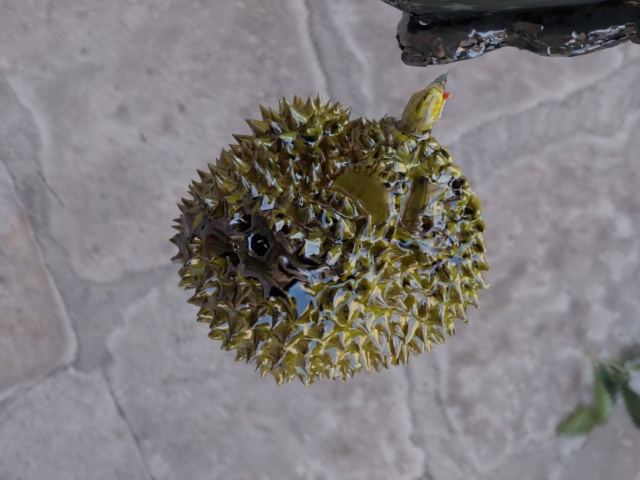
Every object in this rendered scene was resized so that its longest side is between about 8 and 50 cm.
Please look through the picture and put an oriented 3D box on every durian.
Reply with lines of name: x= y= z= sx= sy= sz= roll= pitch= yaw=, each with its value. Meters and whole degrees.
durian: x=0.000 y=0.000 z=0.876 sx=0.137 sy=0.193 sz=0.237 roll=-24 pitch=149 yaw=-49

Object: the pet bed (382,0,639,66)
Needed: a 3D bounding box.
pet bed: x=0.110 y=-0.160 z=0.508 sx=0.159 sy=0.210 sz=0.183 roll=30 pitch=64 yaw=-60
